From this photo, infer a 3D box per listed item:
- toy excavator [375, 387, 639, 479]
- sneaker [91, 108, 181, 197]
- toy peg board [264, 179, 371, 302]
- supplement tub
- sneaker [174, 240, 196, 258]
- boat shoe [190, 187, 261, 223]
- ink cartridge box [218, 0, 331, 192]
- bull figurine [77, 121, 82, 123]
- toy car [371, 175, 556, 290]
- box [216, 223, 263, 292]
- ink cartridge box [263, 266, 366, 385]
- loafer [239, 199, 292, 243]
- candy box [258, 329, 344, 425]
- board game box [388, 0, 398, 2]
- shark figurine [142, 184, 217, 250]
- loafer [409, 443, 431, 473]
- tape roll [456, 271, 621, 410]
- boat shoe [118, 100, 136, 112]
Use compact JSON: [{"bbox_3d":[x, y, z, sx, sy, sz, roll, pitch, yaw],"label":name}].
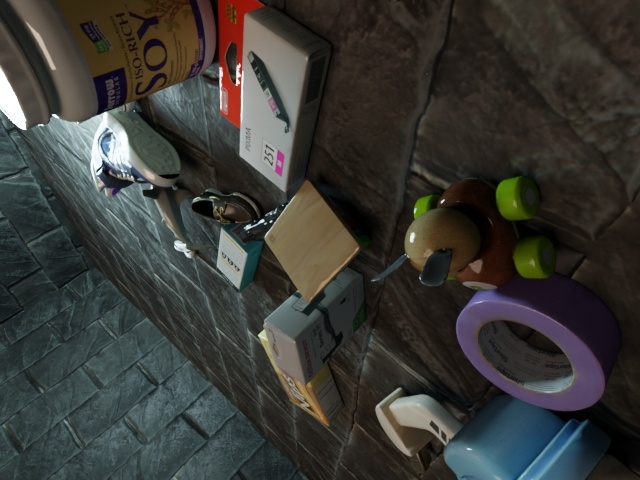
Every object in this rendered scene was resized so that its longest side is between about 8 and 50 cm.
[{"bbox_3d":[0.294,0.385,0.747,0.445,0.222,0.433,44,150,36],"label":"toy excavator"},{"bbox_3d":[-0.509,-0.184,1.116,0.323,0.130,0.236,47,123,22],"label":"sneaker"},{"bbox_3d":[0.000,0.000,0.770,0.161,0.079,0.160,-49,65,31],"label":"toy peg board"},{"bbox_3d":[-0.366,-0.338,0.659,0.241,0.331,0.241,32,144,27],"label":"supplement tub"},{"bbox_3d":[-0.471,0.021,1.439,0.109,0.040,0.043,26,124,28],"label":"sneaker"},{"bbox_3d":[-0.236,-0.074,1.015,0.228,0.069,0.081,16,134,43],"label":"boat shoe"},{"bbox_3d":[-0.110,-0.250,0.693,0.239,0.060,0.275,39,146,15],"label":"ink cartridge box"},{"bbox_3d":[-0.544,-0.394,0.949,0.310,0.101,0.188,-18,115,24],"label":"bull figurine"},{"bbox_3d":[0.157,0.016,0.500,0.155,0.188,0.149,-9,105,54],"label":"toy car"},{"bbox_3d":[-0.226,0.047,1.134,0.100,0.060,0.244,44,147,11],"label":"box"},{"bbox_3d":[-0.003,0.164,0.840,0.087,0.208,0.153,25,140,34],"label":"ink cartridge box"},{"bbox_3d":[-0.108,-0.020,0.903,0.223,0.076,0.078,-20,102,51],"label":"loafer"},{"bbox_3d":[-0.055,0.402,1.259,0.183,0.087,0.316,15,134,43],"label":"candy box"},{"bbox_3d":[-0.029,-0.405,0.447,0.317,0.046,0.213,31,142,29],"label":"board game box"},{"bbox_3d":[-0.405,-0.085,1.193,0.278,0.116,0.166,63,180,-6],"label":"shark figurine"},{"bbox_3d":[0.241,0.513,1.048,0.056,0.050,0.148,-11,98,51],"label":"loafer"},{"bbox_3d":[0.292,0.134,0.569,0.189,0.080,0.189,32,143,28],"label":"tape roll"},{"bbox_3d":[-0.589,-0.450,1.044,0.302,0.094,0.109,55,148,-7],"label":"boat shoe"}]
